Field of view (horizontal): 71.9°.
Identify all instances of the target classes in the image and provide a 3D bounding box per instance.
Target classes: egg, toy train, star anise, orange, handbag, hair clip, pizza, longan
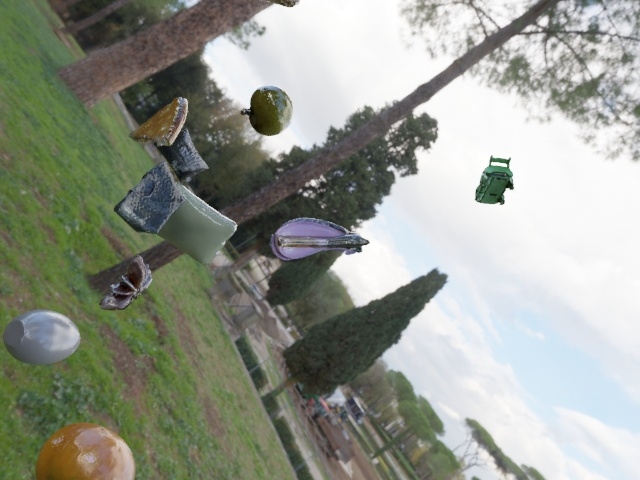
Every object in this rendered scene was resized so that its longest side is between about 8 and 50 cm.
[{"bbox_3d":[-0.901,0.319,1.445,0.176,0.176,0.232,51,0,32],"label":"egg"},{"bbox_3d":[0.518,-0.173,1.319,0.149,0.099,0.081,92,6,-55],"label":"toy train"},{"bbox_3d":[-0.689,0.160,1.594,0.093,0.236,0.229,34,25,3],"label":"star anise"},{"bbox_3d":[-0.559,0.552,1.049,0.240,0.240,0.171,58,33,-16],"label":"orange"},{"bbox_3d":[-0.596,-0.143,1.560,0.089,0.270,0.175,7,-40,27],"label":"handbag"},{"bbox_3d":[0.000,-0.005,1.417,0.095,0.359,0.110,51,-48,52],"label":"hair clip"},{"bbox_3d":[-0.438,-0.298,1.188,0.052,0.195,0.185,50,38,-44],"label":"pizza"},{"bbox_3d":[-0.167,-0.403,1.379,0.145,0.176,0.154,-148,-132,-61],"label":"longan"}]

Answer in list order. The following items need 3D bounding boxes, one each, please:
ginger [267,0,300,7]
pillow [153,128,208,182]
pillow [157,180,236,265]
[{"bbox_3d":[-0.156,-0.703,1.225,0.137,0.214,0.074,51,-40,44],"label":"ginger"},{"bbox_3d":[-0.558,-0.339,1.782,0.055,0.141,0.208,56,-9,43],"label":"pillow"},{"bbox_3d":[-0.535,-0.064,1.823,0.322,0.255,0.119,36,25,-10],"label":"pillow"}]
